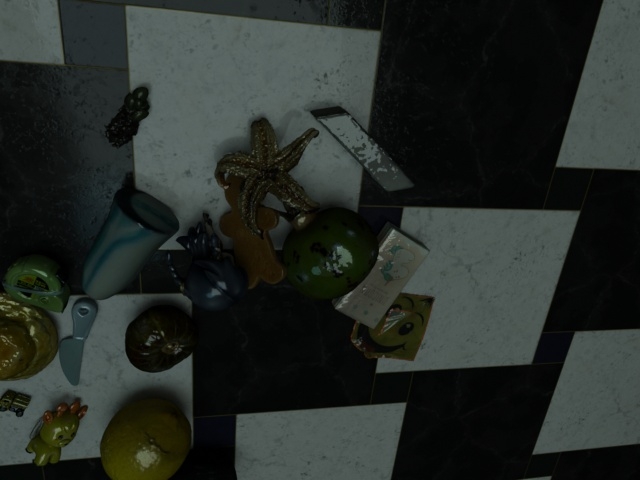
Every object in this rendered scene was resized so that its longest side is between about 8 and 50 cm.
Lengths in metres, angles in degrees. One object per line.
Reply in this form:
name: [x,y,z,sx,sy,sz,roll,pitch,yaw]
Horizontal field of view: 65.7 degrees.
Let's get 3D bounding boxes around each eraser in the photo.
eraser: [0.122,-0.258,1.403,0.077,0.111,0.352,-45,115,9]

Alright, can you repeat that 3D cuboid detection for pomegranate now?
pomegranate: [0.010,0.015,1.406,0.291,0.290,0.323,-34,125,4]

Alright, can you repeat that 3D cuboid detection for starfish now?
starfish: [-0.121,-0.177,1.299,0.303,0.113,0.312,43,89,11]

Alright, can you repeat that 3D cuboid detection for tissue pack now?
tissue pack: [0.194,0.116,1.608,0.170,0.071,0.325,28,104,-22]

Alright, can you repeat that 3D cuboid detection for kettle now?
kettle: [-0.474,0.854,1.709,0.290,0.268,0.207,11,76,-34]

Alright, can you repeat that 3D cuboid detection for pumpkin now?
pumpkin: [-0.487,0.288,1.495,0.219,0.162,0.219,-23,135,-26]

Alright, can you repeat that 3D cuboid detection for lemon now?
lemon: [-0.552,0.643,1.576,0.293,0.293,0.293,-5,115,-10]

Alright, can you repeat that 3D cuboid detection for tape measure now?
tape measure: [-0.788,0.112,1.381,0.178,0.087,0.154,20,120,-19]

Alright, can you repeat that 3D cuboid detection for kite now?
kite: [0.267,0.294,1.742,0.328,0.013,0.377,-36,116,4]

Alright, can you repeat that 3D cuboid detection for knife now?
knife: [-0.752,0.317,1.515,0.080,0.044,0.331,16,113,-19]

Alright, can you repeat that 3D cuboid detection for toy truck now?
toy truck: [-0.956,0.505,1.545,0.083,0.049,0.054,30,103,-24]

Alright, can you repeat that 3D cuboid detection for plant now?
plant: [-0.487,-0.315,1.266,0.087,0.085,0.174,24,103,-46]

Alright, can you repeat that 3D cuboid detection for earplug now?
earplug: [-0.552,0.037,1.360,0.185,0.185,0.324,32,108,-23]

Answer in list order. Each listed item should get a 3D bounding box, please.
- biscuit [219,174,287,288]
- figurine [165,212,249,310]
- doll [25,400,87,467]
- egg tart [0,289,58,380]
biscuit: [-0.192,-0.034,1.407,0.216,0.047,0.339,-13,94,33]
figurine: [-0.310,0.070,1.379,0.197,0.265,0.175,-48,150,7]
doll: [-0.843,0.607,1.587,0.143,0.135,0.220,15,107,-53]
egg tart: [-0.921,0.296,1.415,0.319,0.128,0.318,-4,116,-8]
